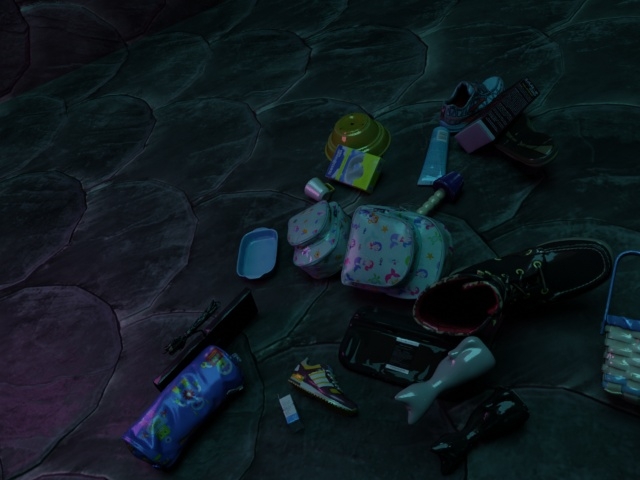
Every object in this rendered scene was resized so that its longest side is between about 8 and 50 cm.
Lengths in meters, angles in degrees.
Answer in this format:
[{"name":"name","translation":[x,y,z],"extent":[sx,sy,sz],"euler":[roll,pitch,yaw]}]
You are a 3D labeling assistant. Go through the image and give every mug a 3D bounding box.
[{"name":"mug","translation":[0.001,-0.150,1.821],"extent":[0.078,0.062,0.064],"euler":[-43,57,-11]}]

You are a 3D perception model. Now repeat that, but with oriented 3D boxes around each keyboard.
[{"name":"keyboard","translation":[-0.279,0.232,1.469],"extent":[0.033,0.202,0.317],"euler":[32,64,24]}]

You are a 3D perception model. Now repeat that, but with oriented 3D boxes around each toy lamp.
[{"name":"toy lamp","translation":[0.287,-0.087,1.646],"extent":[0.080,0.080,0.274],"euler":[29,65,37]}]

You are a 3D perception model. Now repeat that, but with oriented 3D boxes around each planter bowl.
[{"name":"planter bowl","translation":[0.109,-0.339,1.933],"extent":[0.217,0.090,0.217],"euler":[-10,47,11]}]

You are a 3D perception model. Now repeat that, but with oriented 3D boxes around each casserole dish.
[{"name":"casserole dish","translation":[-0.172,0.043,1.720],"extent":[0.114,0.037,0.188],"euler":[-9,46,12]}]

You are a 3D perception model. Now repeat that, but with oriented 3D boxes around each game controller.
[{"name":"game controller","translation":[0.197,0.251,1.392],"extent":[0.319,0.067,0.167],"euler":[12,68,29]}]

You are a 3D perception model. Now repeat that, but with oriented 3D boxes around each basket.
[{"name":"basket","translation":[0.660,0.180,1.159],"extent":[0.254,0.201,0.289],"euler":[18,88,32]}]

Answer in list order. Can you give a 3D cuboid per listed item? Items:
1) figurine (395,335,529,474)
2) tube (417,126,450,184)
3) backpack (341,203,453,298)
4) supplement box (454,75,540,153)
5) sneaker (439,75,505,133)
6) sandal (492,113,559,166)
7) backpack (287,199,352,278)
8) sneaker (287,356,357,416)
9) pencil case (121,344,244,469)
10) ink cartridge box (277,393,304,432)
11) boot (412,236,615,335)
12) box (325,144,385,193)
[{"name":"figurine","translation":[0.271,0.323,1.200],"extent":[0.209,0.215,0.092],"euler":[-36,11,-8]},{"name":"tube","translation":[0.341,-0.244,1.794],"extent":[0.080,0.052,0.207],"euler":[0,54,26]},{"name":"backpack","translation":[0.185,0.031,1.478],"extent":[0.253,0.191,0.225],"euler":[13,92,22]},{"name":"supplement box","translation":[0.515,-0.365,1.779],"extent":[0.239,0.073,0.130],"euler":[-43,6,-20]},{"name":"sneaker","translation":[0.471,-0.439,1.869],"extent":[0.262,0.125,0.104],"euler":[-40,49,-17]},{"name":"sandal","translation":[0.567,-0.260,1.693],"extent":[0.120,0.086,0.303],"euler":[-38,27,15]},{"name":"backpack","translation":[0.000,0.000,1.615],"extent":[0.165,0.144,0.188],"euler":[-26,48,25]},{"name":"sneaker","translation":[0.015,0.323,1.372],"extent":[0.185,0.070,0.084],"euler":[20,63,32]},{"name":"pencil case","translation":[-0.302,0.380,1.400],"extent":[0.133,0.119,0.306],"euler":[36,65,18]},{"name":"ink cartridge box","translation":[-0.066,0.379,1.363],"extent":[0.028,0.048,0.083],"euler":[-25,46,-4]},{"name":"boot","translation":[0.392,0.095,1.258],"extent":[0.377,0.138,0.284],"euler":[-12,0,33]},{"name":"box","translation":[0.095,-0.218,1.831],"extent":[0.178,0.042,0.109],"euler":[23,89,34]}]
